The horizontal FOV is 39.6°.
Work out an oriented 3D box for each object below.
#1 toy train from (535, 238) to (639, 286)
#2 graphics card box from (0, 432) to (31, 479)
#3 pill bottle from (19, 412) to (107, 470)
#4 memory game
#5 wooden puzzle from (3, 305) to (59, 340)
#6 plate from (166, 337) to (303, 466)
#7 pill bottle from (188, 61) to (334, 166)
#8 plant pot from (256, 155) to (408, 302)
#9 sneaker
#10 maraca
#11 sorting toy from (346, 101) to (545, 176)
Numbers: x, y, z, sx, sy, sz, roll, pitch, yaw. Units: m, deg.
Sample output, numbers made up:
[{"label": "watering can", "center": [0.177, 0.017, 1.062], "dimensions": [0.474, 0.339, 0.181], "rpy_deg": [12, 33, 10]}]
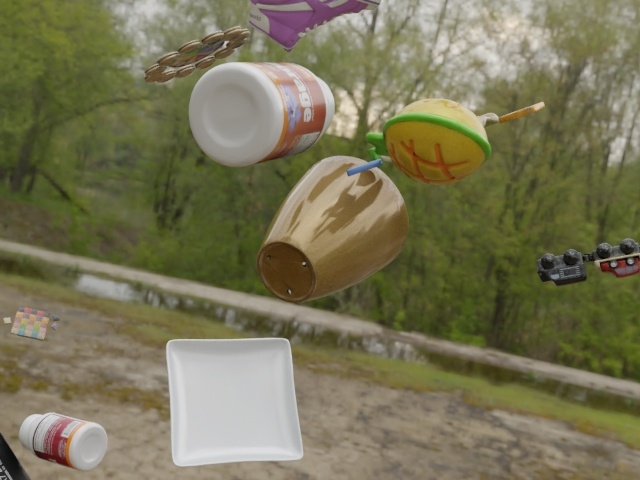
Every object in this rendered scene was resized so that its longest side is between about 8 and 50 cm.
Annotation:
[{"label": "toy train", "center": [0.286, 0.018, 0.844], "dimensions": [0.158, 0.036, 0.027], "rpy_deg": [-11, -9, 9]}, {"label": "graphics card box", "center": [-0.618, 0.486, 1.671], "dimensions": [0.233, 0.371, 0.094], "rpy_deg": [-17, 14, 47]}, {"label": "pill bottle", "center": [-0.462, 0.356, 1.587], "dimensions": [0.152, 0.086, 0.086], "rpy_deg": [5, -1, 32]}, {"label": "memory game", "center": [-0.196, -0.293, 1.415], "dimensions": [0.186, 0.012, 0.186], "rpy_deg": [-25, 2, 1]}, {"label": "wooden puzzle", "center": [-0.446, 0.128, 1.369], "dimensions": [0.083, 0.049, 0.006], "rpy_deg": [14, -40, -14]}, {"label": "plate", "center": [-0.188, 0.345, 1.899], "dimensions": [0.278, 0.277, 0.045], "rpy_deg": [1, -29, -18]}, {"label": "pill bottle", "center": [-0.062, -0.162, 1.107], "dimensions": [0.121, 0.121, 0.216], "rpy_deg": [12, 15, 20]}, {"label": "plant pot", "center": [0.000, 0.000, 1.589], "dimensions": [0.237, 0.237, 0.254], "rpy_deg": [12, 29, 25]}, {"label": "sneaker", "center": [-0.016, -0.449, 1.745], "dimensions": [0.282, 0.161, 0.102], "rpy_deg": [-1, 32, -31]}, {"label": "maraca", "center": [0.130, -0.116, 1.085], "dimensions": [0.127, 0.099, 0.186], "rpy_deg": [29, -16, -20]}, {"label": "sorting toy", "center": [0.202, -0.187, 1.498], "dimensions": [0.348, 0.047, 0.196], "rpy_deg": [-18, 5, 19]}]
